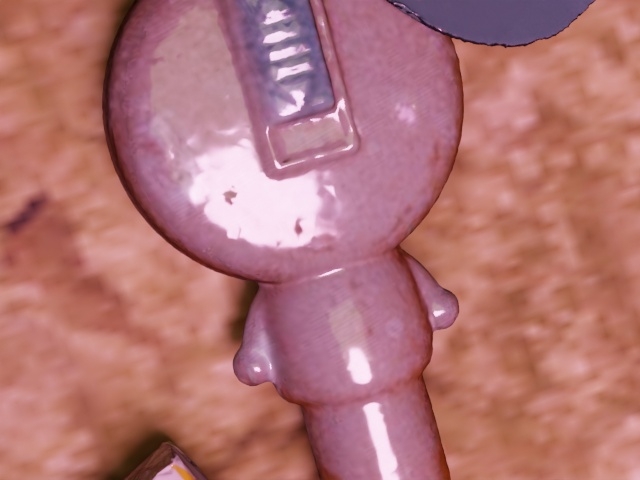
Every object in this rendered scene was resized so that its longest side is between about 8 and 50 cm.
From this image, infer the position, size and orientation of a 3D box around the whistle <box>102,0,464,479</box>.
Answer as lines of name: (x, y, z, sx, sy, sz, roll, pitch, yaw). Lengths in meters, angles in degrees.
whistle: (0.000, 0.000, 0.404, 0.107, 0.057, 0.220, -15, 97, -11)

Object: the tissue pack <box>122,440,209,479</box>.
tissue pack: (-0.040, 0.111, 0.408, 0.062, 0.042, 0.083, -43, 98, -3)

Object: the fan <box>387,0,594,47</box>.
fan: (0.030, -0.139, 0.409, 0.113, 0.005, 0.175, -18, 81, -33)
